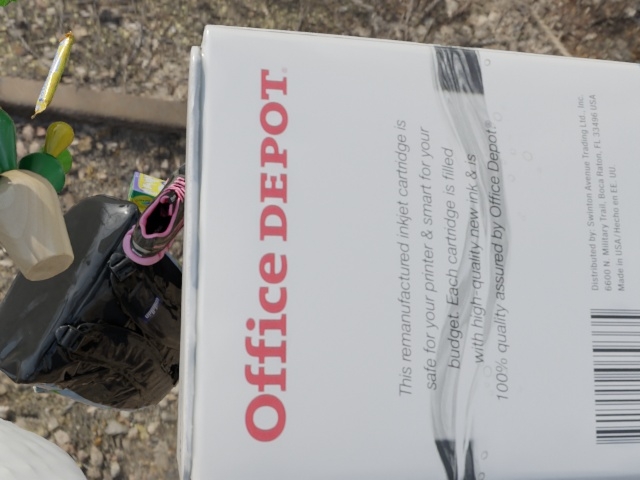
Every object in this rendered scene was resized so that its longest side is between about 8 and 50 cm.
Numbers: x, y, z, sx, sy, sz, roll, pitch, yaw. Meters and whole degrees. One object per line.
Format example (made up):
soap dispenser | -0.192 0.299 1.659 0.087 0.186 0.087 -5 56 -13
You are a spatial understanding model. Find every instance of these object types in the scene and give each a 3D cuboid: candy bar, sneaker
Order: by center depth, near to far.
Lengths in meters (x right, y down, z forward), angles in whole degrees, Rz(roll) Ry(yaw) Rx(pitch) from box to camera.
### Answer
sneaker | -0.133 -0.033 0.702 0.047 0.057 0.119 30 60 -2
candy bar | -0.418 -0.260 1.215 0.018 0.040 0.162 28 58 -33

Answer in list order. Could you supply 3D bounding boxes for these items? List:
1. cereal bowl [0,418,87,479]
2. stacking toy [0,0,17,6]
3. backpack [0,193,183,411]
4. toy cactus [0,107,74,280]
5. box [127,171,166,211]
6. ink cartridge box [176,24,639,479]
cereal bowl | -0.230 0.202 0.265 0.141 0.339 0.339 37 56 -30
stacking toy | -0.381 -0.431 1.001 0.052 0.167 0.221 18 54 -23
backpack | -0.319 0.122 1.200 0.273 0.355 0.290 18 73 36
toy cactus | -0.232 -0.053 0.533 0.112 0.219 0.181 -29 74 -5
box | -0.274 -0.071 1.473 0.179 0.043 0.105 19 19 -19
ink cartridge box | 0.097 0.023 0.560 0.394 0.166 0.286 2 80 -13
